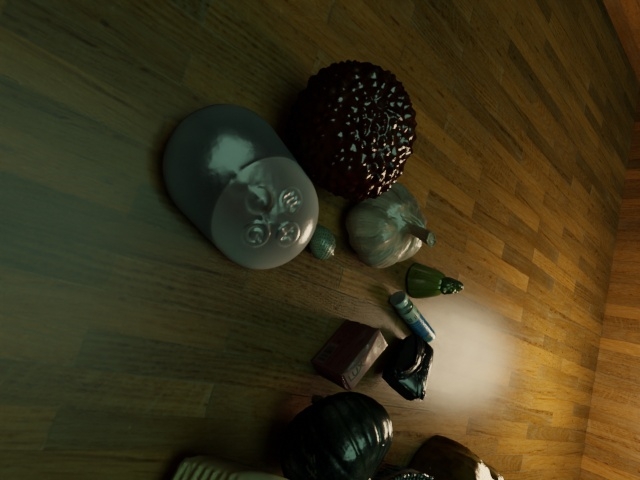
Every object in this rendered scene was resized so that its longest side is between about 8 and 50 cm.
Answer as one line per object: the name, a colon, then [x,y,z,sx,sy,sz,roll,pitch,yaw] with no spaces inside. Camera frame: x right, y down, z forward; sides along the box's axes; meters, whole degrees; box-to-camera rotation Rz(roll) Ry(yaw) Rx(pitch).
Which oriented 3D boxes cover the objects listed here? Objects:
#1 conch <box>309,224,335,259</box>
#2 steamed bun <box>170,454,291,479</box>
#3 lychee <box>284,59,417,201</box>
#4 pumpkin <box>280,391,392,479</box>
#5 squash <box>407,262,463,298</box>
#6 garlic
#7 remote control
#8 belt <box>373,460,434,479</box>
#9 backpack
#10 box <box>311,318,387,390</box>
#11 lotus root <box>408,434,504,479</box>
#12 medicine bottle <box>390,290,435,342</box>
conch: [0.004,0.000,0.945,0.085,0.057,0.076,53,48,-30]
steamed bun: [-0.129,0.539,0.724,0.272,0.274,0.290,44,45,-49]
lychee: [0.060,-0.209,0.862,0.265,0.300,0.264,12,48,-13]
pumpkin: [0.031,0.422,0.889,0.250,0.216,0.249,-16,141,-13]
squash: [0.319,0.119,1.167,0.105,0.132,0.105,-3,95,-43]
garlic: [0.189,-0.031,0.999,0.219,0.212,0.218,-8,104,-38]
remote control: [-0.134,-0.089,0.781,0.221,0.103,0.332,-46,119,-12]
belt: [0.154,0.668,1.047,0.295,0.161,0.206,-15,85,-41]
backpack: [0.236,0.334,1.129,0.120,0.106,0.165,48,44,-7]
box: [0.068,0.259,0.976,0.156,0.111,0.060,-43,119,-28]
lotus root: [0.415,0.729,1.239,0.316,0.250,0.315,10,76,-42]
medicine bottle: [0.257,0.215,1.173,0.191,0.051,0.051,50,62,-32]
